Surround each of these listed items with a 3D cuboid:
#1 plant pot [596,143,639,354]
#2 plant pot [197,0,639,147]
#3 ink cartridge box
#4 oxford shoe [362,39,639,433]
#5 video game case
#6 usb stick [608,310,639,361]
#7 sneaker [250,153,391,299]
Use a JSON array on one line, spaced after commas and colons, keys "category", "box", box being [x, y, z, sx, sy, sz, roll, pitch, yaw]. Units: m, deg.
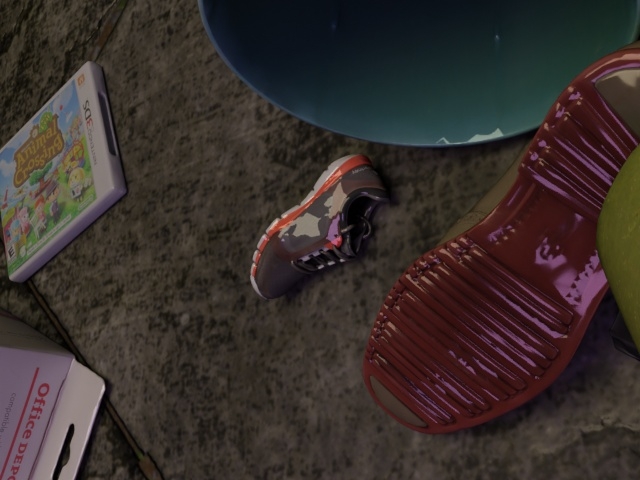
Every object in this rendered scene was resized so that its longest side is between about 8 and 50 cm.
[{"category": "plant pot", "box": [0.270, 0.054, 0.445, 0.274, 0.275, 0.293, -54, 44, 17]}, {"category": "plant pot", "box": [0.077, -0.245, 0.704, 0.293, 0.293, 0.235, -16, 54, 39]}, {"category": "ink cartridge box", "box": [-0.408, 0.186, 1.118, 0.353, 0.119, 0.207, 19, 90, 44]}, {"category": "oxford shoe", "box": [0.154, 0.008, 0.683, 0.123, 0.130, 0.348, 42, 126, 6]}, {"category": "video game case", "box": [-0.321, -0.082, 1.185, 0.212, 0.023, 0.193, -36, 56, 30]}, {"category": "usb stick", "box": [0.268, -0.041, 0.621, 0.077, 0.045, 0.278, 29, 98, 50]}, {"category": "sneaker", "box": [0.000, 0.000, 0.845, 0.158, 0.061, 0.065, -52, 56, 19]}]
